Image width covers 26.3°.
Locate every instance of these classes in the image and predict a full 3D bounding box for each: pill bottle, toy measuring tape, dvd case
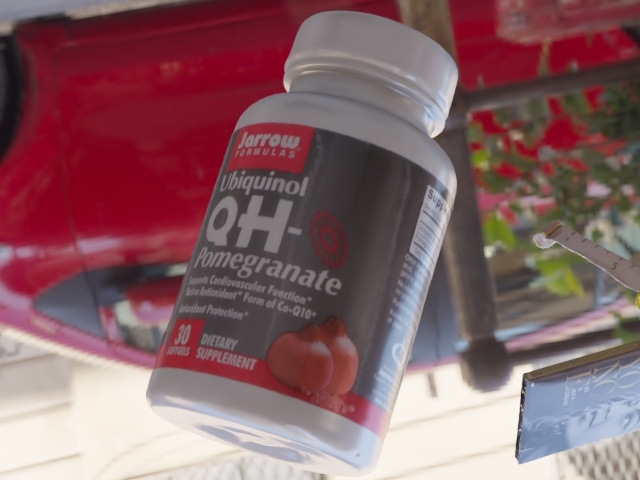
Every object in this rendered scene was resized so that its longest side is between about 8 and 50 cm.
[{"bbox_3d":[0.000,0.000,1.019,0.176,0.319,0.176,16,164,5],"label":"pill bottle"},{"bbox_3d":[0.379,0.091,1.543,0.330,0.121,0.121,30,-150,32],"label":"toy measuring tape"},{"bbox_3d":[0.349,0.195,1.699,0.221,0.165,0.018,-15,-136,-12],"label":"dvd case"}]
